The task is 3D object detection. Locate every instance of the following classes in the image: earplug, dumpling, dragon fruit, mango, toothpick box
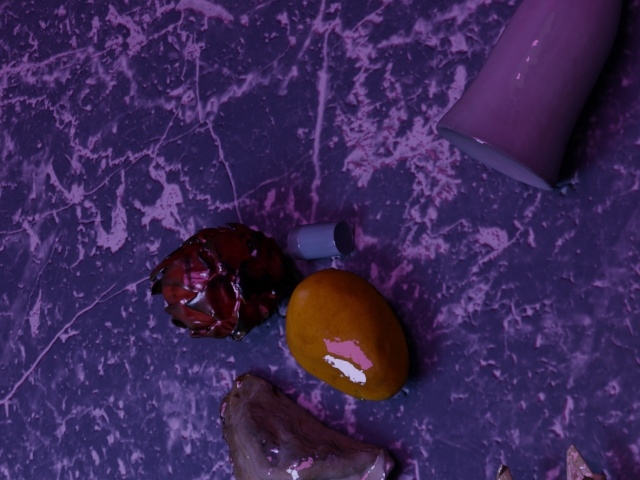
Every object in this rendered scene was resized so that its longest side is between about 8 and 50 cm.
[{"bbox_3d":[0.291,-0.234,1.895,0.172,0.172,0.301,27,89,41],"label":"earplug"},{"bbox_3d":[-0.059,0.289,2.034,0.332,0.086,0.166,22,71,45],"label":"dumpling"},{"bbox_3d":[-0.140,0.062,2.138,0.188,0.182,0.182,-49,51,10],"label":"dragon fruit"},{"bbox_3d":[0.036,0.134,2.012,0.147,0.109,0.227,-34,53,-3],"label":"mango"},{"bbox_3d":[0.000,0.000,2.119,0.083,0.052,0.052,-6,72,37],"label":"toothpick box"}]

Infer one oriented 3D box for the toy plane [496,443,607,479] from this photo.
[{"bbox_3d":[0.274,0.370,1.749,0.229,0.092,0.244,34,99,39],"label":"toy plane"}]
